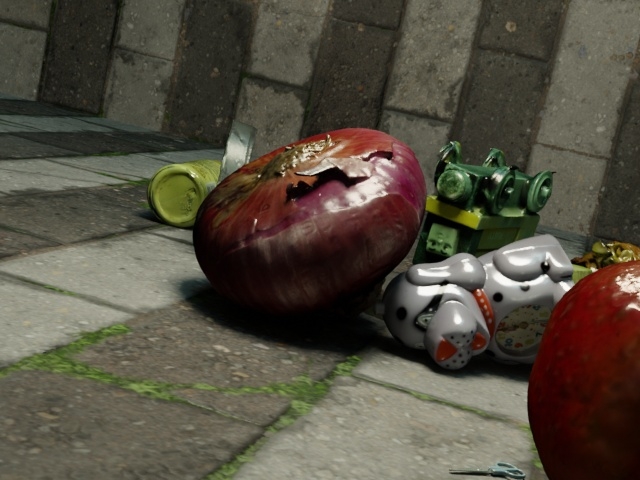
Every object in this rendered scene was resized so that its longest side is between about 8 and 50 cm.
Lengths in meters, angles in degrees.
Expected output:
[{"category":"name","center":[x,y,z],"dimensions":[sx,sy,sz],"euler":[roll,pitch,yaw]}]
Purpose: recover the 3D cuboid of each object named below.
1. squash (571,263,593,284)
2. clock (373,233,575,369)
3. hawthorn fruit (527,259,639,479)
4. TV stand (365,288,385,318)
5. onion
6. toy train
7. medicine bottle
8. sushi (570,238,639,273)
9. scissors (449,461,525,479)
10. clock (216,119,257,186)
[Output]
[{"category":"squash","center":[0.375,0.098,1.723],"dimensions":[0.170,0.123,0.170],"euler":[7,7,-1]},{"category":"clock","center":[0.200,0.090,1.419],"dimensions":[0.253,0.189,0.189],"euler":[-4,14,-16]},{"category":"hawthorn fruit","center":[0.303,0.158,0.887],"dimensions":[0.265,0.265,0.307],"euler":[13,31,6]},{"category":"TV stand","center":[0.037,0.076,1.630],"dimensions":[0.249,0.036,0.042],"euler":[19,13,34]},{"category":"onion","center":[0.000,0.000,1.470],"dimensions":[0.347,0.285,0.348],"euler":[-23,24,11]},{"category":"toy train","center":[0.321,-0.049,2.081],"dimensions":[0.160,0.253,0.397],"euler":[25,14,29]},{"category":"medicine bottle","center":[-0.245,-0.095,2.046],"dimensions":[0.124,0.124,0.239],"euler":[14,8,8]},{"category":"sushi","center":[0.512,0.090,1.753],"dimensions":[0.179,0.167,0.296],"euler":[7,37,-18]},{"category":"scissors","center":[0.159,0.221,1.015],"dimensions":[0.083,0.006,0.036],"euler":[8,8,-26]},{"category":"clock","center":[-0.152,-0.093,1.816],"dimensions":[0.049,0.226,0.226],"euler":[11,9,-5]}]
